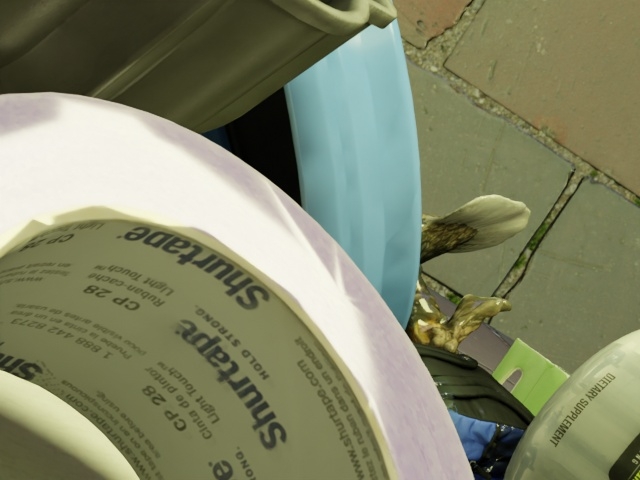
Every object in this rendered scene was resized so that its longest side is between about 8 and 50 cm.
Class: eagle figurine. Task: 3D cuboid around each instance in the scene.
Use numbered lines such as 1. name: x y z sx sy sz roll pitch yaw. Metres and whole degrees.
1. eagle figurine: -0.006 0.004 1.223 0.298 0.226 0.225 39 27 14

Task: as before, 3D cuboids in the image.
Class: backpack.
1. backpack: 0.069 0.124 0.991 0.120 0.101 0.098 22 9 -45

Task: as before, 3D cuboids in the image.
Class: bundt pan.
1. bundt pan: -0.129 -0.163 0.586 0.331 0.124 0.331 41 21 -19

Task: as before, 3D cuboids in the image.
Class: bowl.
1. bowl: -0.045 -0.088 0.949 0.077 0.391 0.391 -13 24 -18

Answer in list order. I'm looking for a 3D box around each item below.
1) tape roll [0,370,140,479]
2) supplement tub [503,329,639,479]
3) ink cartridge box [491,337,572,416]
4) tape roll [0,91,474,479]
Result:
1. tape roll: -0.151 -0.010 0.530 0.392 0.072 0.392 37 18 -14
2. supplement tub: 0.278 0.209 0.870 0.207 0.207 0.338 28 6 -46
3. ink cartridge box: 0.215 0.181 1.310 0.062 0.109 0.209 30 5 -38
4. tape roll: -0.052 0.067 0.340 0.189 0.080 0.189 30 42 -32
